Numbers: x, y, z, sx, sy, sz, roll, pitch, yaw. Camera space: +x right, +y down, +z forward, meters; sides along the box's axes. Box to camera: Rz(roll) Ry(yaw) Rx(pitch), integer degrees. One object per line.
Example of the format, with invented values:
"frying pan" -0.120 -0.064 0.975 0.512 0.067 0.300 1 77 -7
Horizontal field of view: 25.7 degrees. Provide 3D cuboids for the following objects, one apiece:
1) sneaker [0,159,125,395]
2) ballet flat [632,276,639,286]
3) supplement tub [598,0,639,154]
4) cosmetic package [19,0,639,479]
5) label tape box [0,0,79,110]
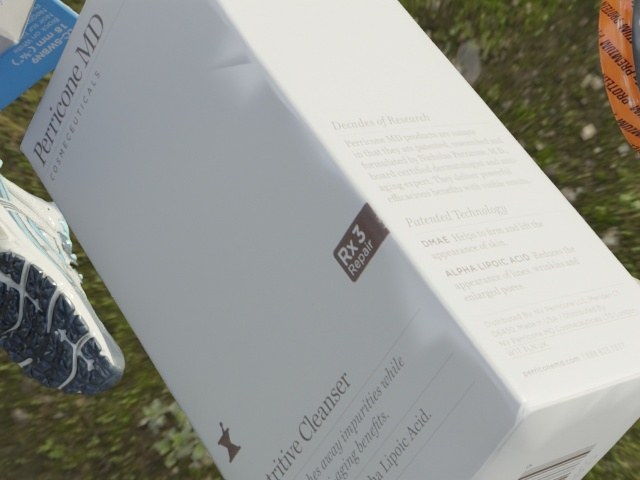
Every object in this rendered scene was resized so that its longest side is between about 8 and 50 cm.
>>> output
"sneaker" -0.265 0.017 1.309 0.283 0.122 0.110 48 128 10
"ballet flat" 0.334 0.083 1.428 0.052 0.168 0.057 -5 113 11
"supplement tub" 0.376 -0.155 1.011 0.316 0.194 0.193 -10 89 36
"cosmetic package" 0.000 0.000 0.814 0.385 0.156 0.217 51 129 26
"label tape box" -0.319 -0.117 0.875 0.241 0.334 0.106 -35 51 15
